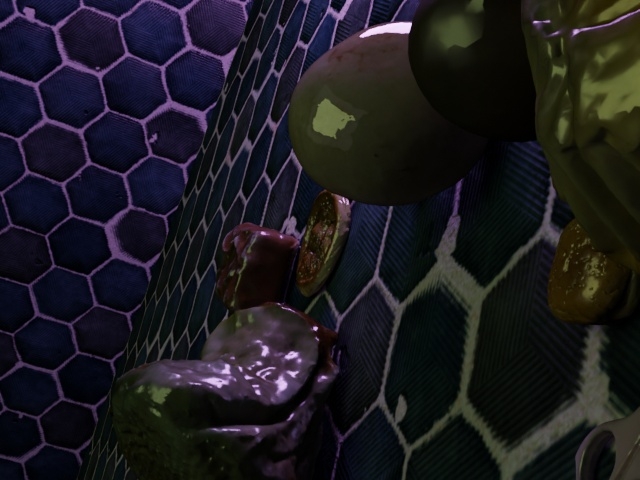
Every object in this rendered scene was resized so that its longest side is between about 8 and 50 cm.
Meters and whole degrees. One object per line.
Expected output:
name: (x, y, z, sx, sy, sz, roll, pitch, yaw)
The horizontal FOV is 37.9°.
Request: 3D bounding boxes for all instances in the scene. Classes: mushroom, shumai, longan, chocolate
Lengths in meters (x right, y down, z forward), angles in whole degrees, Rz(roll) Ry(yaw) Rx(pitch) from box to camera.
mushroom: (0.069, -0.108, 0.939, 0.206, 0.206, 0.209, -99, 10, -57)
shumai: (-0.070, 0.217, 1.092, 0.263, 0.304, 0.309, -42, 5, -31)
longan: (0.157, -0.162, 0.725, 0.189, 0.189, 0.189, -162, 90, -73)
chocolate: (-0.108, 0.045, 1.470, 0.214, 0.093, 0.148, -170, 99, -73)

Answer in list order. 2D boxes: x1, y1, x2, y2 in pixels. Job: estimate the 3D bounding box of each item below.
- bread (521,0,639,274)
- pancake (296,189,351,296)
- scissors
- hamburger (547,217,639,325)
bread: (0.223, -0.164, 0.520, 0.236, 0.183, 0.389, -11, 50, 48)
pancake: (0.000, 0.000, 1.286, 0.158, 0.028, 0.158, -164, 90, -72)
scissors: (0.208, 0.093, 0.544, 0.110, 0.021, 0.212, -108, 39, -68)
hamburger: (0.189, 0.019, 0.642, 0.076, 0.044, 0.083, 154, 129, -68)
